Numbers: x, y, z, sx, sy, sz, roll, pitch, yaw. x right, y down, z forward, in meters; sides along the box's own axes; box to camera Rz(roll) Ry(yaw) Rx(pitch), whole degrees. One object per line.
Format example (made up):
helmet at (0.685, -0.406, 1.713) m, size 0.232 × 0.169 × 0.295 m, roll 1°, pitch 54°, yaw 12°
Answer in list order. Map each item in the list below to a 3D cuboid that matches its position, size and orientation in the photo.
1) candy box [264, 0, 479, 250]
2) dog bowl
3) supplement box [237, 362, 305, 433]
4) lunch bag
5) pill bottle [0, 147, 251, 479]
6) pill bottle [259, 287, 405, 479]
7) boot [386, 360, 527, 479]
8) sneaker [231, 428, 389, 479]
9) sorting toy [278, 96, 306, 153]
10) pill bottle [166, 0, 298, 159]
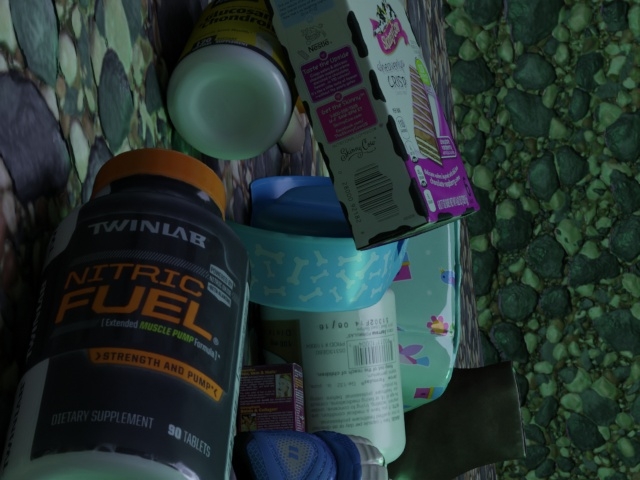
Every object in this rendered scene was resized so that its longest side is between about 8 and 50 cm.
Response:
candy box at (0.044, -0.116, 1.345) m, size 0.233 × 0.071 × 0.159 m, roll 69°, pitch 21°, yaw 2°
dog bowl at (0.000, 0.000, 1.500) m, size 0.297 × 0.166 × 0.074 m, roll -46°, pitch 142°, yaw -75°
supplement box at (-0.044, 0.154, 1.456) m, size 0.043 × 0.055 × 0.083 m, roll 45°, pitch 42°, yaw -75°
lunch bag at (0.061, 0.051, 1.731) m, size 0.224 × 0.108 × 0.279 m, roll 145°, pitch -51°, yaw -64°
pill bottle at (-0.111, 0.060, 0.975) m, size 0.130 × 0.130 × 0.245 m, roll 72°, pitch 17°, yaw -49°
pill bottle at (0.014, 0.161, 1.548) m, size 0.131 × 0.131 × 0.229 m, roll -6°, pitch 91°, yaw -79°
boot at (0.145, 0.270, 1.962) m, size 0.090 × 0.207 × 0.248 m, roll 36°, pitch 51°, yaw -75°
sneaker at (-0.055, 0.296, 1.201) m, size 0.130 × 0.147 × 0.330 m, roll 139°, pitch -36°, yaw -67°
sorting toy at (-0.039, -0.221, 1.677) m, size 0.193 × 0.038 × 0.208 m, roll 63°, pitch 25°, yaw -63°
pill bottle at (-0.063, -0.151, 1.364) m, size 0.184 × 0.103 × 0.103 m, roll -77°, pitch 159°, yaw -58°
